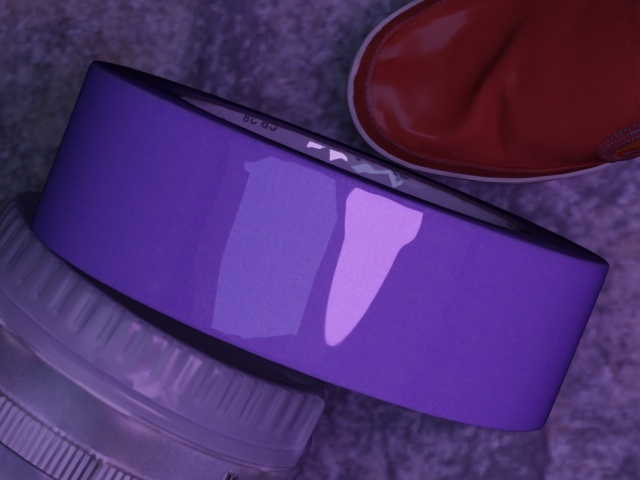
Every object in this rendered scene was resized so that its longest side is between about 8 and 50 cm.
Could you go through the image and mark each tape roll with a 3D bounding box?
[{"bbox_3d":[0.000,0.000,0.954,0.274,0.275,0.090,23,95,19],"label":"tape roll"}]

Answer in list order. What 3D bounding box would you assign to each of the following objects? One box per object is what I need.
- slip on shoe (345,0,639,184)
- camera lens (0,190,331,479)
[{"bbox_3d":[0.166,-0.094,0.992,0.331,0.101,0.123,-2,89,21],"label":"slip on shoe"},{"bbox_3d":[-0.148,0.140,1.030,0.219,0.219,0.274,35,99,17],"label":"camera lens"}]
